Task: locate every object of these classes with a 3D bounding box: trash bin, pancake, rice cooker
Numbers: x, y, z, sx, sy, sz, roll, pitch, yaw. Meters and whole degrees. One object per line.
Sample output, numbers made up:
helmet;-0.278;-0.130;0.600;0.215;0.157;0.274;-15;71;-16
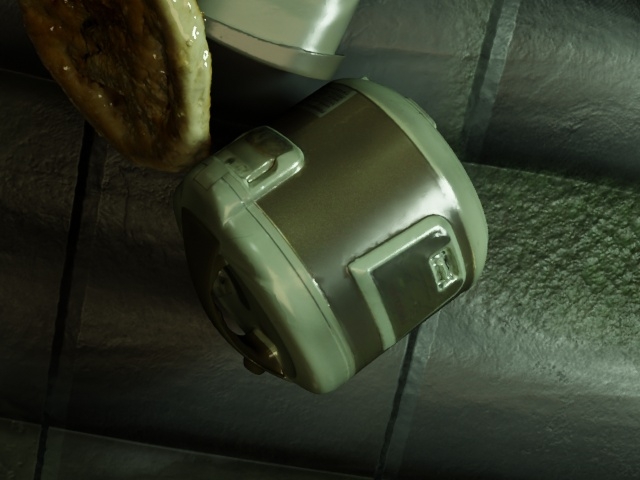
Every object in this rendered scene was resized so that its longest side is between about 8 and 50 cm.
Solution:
trash bin;-0.038;-0.333;1.267;0.219;0.220;0.250;27;97;-11
pancake;-0.249;-0.230;1.249;0.065;0.356;0.356;-40;109;-29
rice cooker;0.000;0.000;1.270;0.325;0.335;0.335;-35;107;-14
